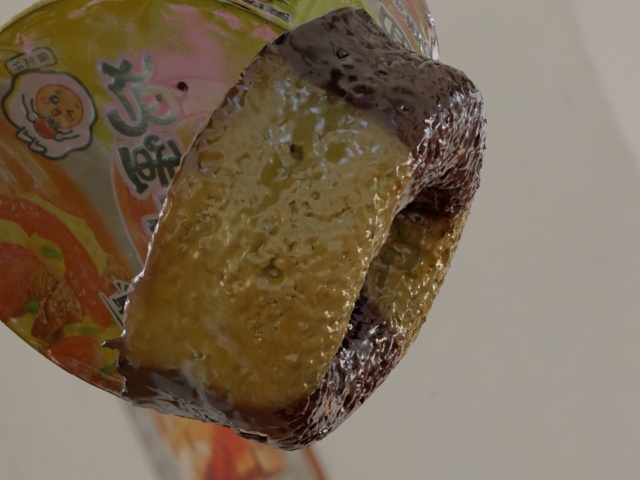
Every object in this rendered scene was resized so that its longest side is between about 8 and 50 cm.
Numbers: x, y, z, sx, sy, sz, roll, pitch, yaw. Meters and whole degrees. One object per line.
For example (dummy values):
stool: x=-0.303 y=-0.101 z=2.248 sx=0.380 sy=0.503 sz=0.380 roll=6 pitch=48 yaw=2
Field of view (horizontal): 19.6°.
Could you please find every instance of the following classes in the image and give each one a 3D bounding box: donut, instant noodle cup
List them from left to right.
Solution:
instant noodle cup: x=-0.048 y=-0.061 z=1.016 sx=0.264 sy=0.264 sz=0.200 roll=-33 pitch=17 yaw=31
donut: x=0.000 y=0.000 z=0.536 sx=0.140 sy=0.059 sz=0.140 roll=-55 pitch=-19 yaw=-29
